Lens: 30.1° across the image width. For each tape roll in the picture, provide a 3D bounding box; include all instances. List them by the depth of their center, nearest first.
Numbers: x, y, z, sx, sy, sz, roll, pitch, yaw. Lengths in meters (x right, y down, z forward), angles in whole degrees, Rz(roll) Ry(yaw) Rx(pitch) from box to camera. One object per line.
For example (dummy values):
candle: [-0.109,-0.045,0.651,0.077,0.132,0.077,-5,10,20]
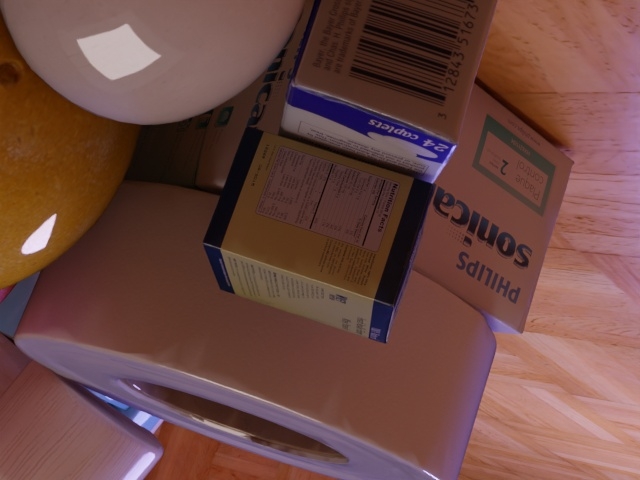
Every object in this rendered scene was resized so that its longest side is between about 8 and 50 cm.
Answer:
tape roll: [-0.039,0.068,0.739,0.286,0.100,0.286,17,164,5]

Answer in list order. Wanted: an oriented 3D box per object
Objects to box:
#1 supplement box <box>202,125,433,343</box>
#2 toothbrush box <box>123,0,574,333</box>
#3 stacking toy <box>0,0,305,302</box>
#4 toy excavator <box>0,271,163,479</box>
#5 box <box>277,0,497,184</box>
supplement box: [0.000,0.000,0.524,0.083,0.056,0.083,18,165,6]
toothbrush box: [-0.025,-0.039,0.776,0.216,0.126,0.295,30,162,-35]
stacking toy: [-0.201,-0.076,0.569,0.480,0.351,0.350,-16,148,33]
toy excavator: [-0.256,0.119,1.059,0.433,0.222,0.445,37,175,26]
box: [0.031,-0.089,0.529,0.072,0.126,0.137,18,165,-1]
